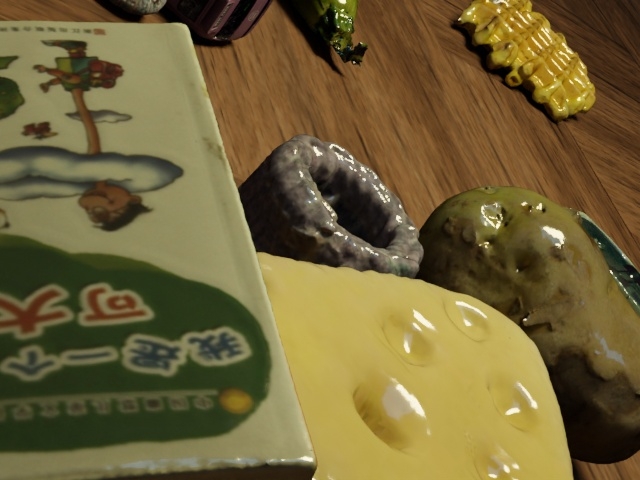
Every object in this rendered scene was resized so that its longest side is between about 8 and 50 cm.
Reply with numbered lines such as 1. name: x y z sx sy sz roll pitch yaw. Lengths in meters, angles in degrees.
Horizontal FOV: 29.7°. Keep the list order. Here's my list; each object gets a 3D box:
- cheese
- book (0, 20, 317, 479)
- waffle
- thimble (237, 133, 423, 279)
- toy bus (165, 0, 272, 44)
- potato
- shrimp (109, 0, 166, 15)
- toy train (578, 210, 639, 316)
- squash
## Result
1. cheese: 0.051 0.137 0.796 0.384 0.104 0.384 31 31 -21
2. book: -0.169 -0.009 0.654 0.260 0.043 0.371 -3 44 -17
3. waffle: 0.302 -0.298 1.801 0.283 0.065 0.309 21 33 -38
4. thimble: 0.000 -0.002 0.934 0.150 0.098 0.150 33 28 -20
5. toy bus: -0.132 -0.271 1.158 0.178 0.087 0.098 42 29 4
6. potato: 0.178 0.073 1.004 0.262 0.165 0.165 55 26 -6
7. shrimp: -0.203 -0.269 1.091 0.065 0.056 0.165 -33 87 -47
8. toy train: 0.350 0.147 1.200 0.086 0.088 0.407 4 47 -54
9. squash: -0.017 -0.327 1.394 0.087 0.087 0.332 15 40 -42
